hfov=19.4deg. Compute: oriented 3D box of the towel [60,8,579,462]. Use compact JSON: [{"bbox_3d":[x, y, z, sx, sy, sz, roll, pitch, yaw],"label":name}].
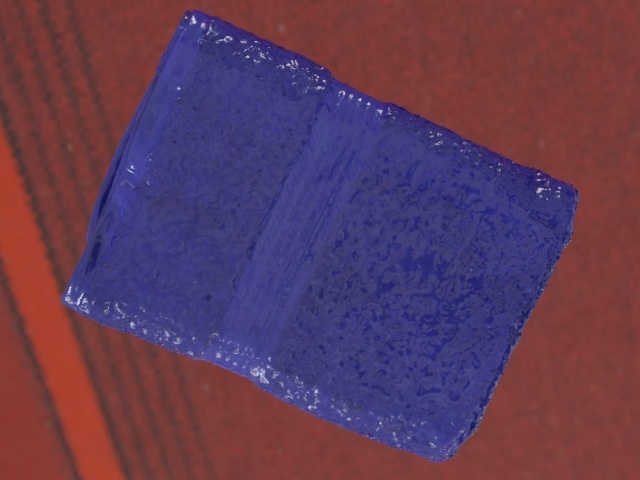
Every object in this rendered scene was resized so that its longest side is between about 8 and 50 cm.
[{"bbox_3d":[0.000,0.000,1.300,0.308,0.076,0.227,24,102,-5],"label":"towel"}]
